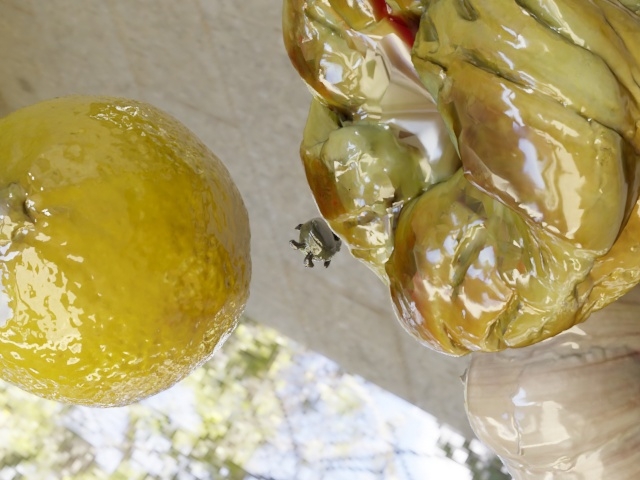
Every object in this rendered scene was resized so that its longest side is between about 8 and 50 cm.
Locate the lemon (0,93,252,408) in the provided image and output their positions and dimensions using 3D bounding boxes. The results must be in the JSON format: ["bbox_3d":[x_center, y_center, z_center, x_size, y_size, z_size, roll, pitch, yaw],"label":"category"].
[{"bbox_3d":[-0.194,0.009,1.325,0.293,0.293,0.293,-28,-49,-39],"label":"lemon"}]

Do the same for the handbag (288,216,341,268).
[{"bbox_3d":[0.000,0.000,2.150,0.047,0.072,0.111,-36,1,19],"label":"handbag"}]

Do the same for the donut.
[{"bbox_3d":[0.107,-0.091,1.078,0.170,0.360,0.360,-19,-54,-28],"label":"donut"}]

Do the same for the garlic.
[{"bbox_3d":[0.238,0.105,1.356,0.241,0.322,0.322,-41,-29,23],"label":"garlic"}]
